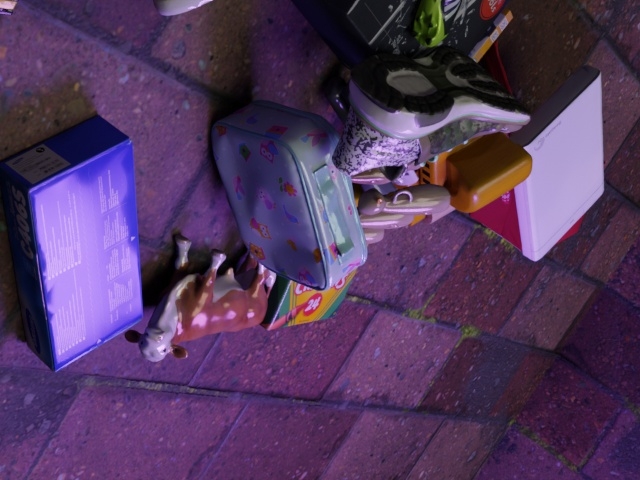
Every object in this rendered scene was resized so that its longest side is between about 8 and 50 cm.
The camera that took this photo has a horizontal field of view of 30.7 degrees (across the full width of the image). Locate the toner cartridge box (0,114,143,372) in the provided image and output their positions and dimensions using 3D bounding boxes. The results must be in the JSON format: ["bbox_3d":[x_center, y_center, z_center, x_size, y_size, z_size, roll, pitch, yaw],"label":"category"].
[{"bbox_3d":[-0.338,0.010,1.614,0.165,0.075,0.347,-31,143,-33],"label":"toner cartridge box"}]

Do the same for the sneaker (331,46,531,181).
[{"bbox_3d":[0.152,-0.174,1.726,0.410,0.158,0.182,-7,142,-48],"label":"sneaker"}]

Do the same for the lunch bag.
[{"bbox_3d":[-0.039,-0.065,1.760,0.108,0.224,0.279,-37,126,-31],"label":"lunch bag"}]

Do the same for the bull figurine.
[{"bbox_3d":[-0.184,0.090,1.888,0.310,0.101,0.188,-8,122,-58],"label":"bull figurine"}]

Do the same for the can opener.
[{"bbox_3d":[0.084,-0.158,1.976,0.283,0.076,0.095,52,50,-49],"label":"can opener"}]

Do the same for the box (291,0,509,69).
[{"bbox_3d":[0.131,-0.412,1.736,0.312,0.179,0.343,-52,150,0],"label":"box"}]

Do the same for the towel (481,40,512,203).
[{"bbox_3d":[0.342,-0.227,2.244,0.031,0.198,0.274,-9,143,2],"label":"towel"}]

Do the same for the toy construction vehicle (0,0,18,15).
[{"bbox_3d":[-0.373,-0.296,1.290,0.098,0.035,0.086,-5,136,-50],"label":"toy construction vehicle"}]

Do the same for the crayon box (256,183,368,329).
[{"bbox_3d":[0.000,0.000,2.081,0.202,0.081,0.318,-7,126,-52],"label":"crayon box"}]

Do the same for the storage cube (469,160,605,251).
[{"bbox_3d":[0.469,-0.110,2.532,0.215,0.184,0.193,-24,140,-41],"label":"storage cube"}]

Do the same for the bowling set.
[{"bbox_3d":[0.068,-0.104,1.880,0.154,0.199,0.287,-4,166,-27],"label":"bowling set"}]

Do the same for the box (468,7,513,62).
[{"bbox_3d":[0.268,-0.368,2.076,0.136,0.081,0.028,-51,150,-5],"label":"box"}]

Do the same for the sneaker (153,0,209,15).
[{"bbox_3d":[-0.120,-0.424,1.465,0.292,0.108,0.169,-39,131,-10],"label":"sneaker"}]

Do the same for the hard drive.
[{"bbox_3d":[0.467,-0.144,2.277,0.233,0.047,0.353,-43,144,-18],"label":"hard drive"}]

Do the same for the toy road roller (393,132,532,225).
[{"bbox_3d":[0.255,-0.131,2.118,0.203,0.240,0.329,-30,147,-14],"label":"toy road roller"}]

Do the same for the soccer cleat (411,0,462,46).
[{"bbox_3d":[0.175,-0.353,1.628,0.072,0.060,0.179,-38,155,-43],"label":"soccer cleat"}]
